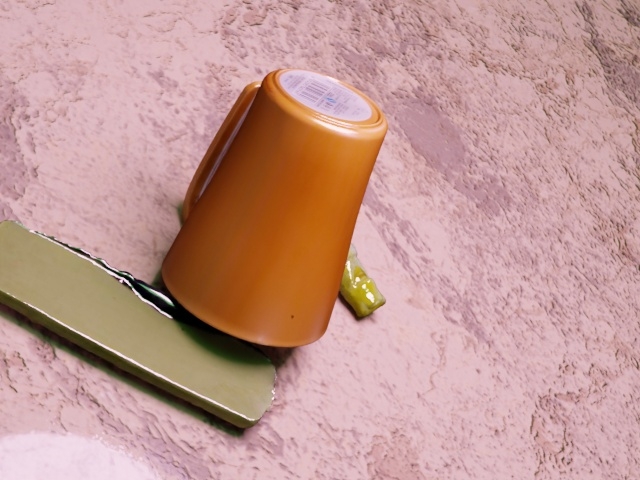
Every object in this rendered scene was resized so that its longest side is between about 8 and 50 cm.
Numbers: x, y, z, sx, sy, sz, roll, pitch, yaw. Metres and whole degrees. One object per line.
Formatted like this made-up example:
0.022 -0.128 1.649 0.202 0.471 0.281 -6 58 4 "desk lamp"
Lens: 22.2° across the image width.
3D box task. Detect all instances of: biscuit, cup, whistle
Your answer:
-0.189 0.084 1.599 0.322 0.038 0.099 29 46 -11 "biscuit"
-0.051 -0.043 1.645 0.182 0.264 0.226 2 32 -40 "cup"
0.000 0.000 1.799 0.104 0.057 0.198 -25 78 -51 "whistle"
